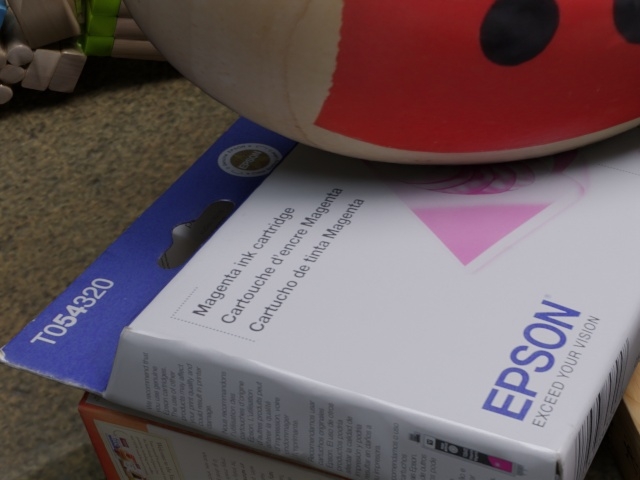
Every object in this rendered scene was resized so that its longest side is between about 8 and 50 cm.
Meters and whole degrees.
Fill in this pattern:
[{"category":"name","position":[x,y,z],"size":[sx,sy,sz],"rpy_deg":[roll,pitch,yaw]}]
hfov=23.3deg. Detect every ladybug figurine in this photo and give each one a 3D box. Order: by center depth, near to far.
[{"category":"ladybug figurine","position":[0.105,-0.199,0.875],"size":[0.449,0.162,0.305],"rpy_deg":[-10,91,-19]}]

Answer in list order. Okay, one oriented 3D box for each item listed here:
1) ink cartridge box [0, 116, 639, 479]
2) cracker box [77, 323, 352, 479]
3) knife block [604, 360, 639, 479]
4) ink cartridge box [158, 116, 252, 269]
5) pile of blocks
[{"category":"ink cartridge box","position":[0.033,0.003,0.906],"size":[0.330,0.071,0.324],"rpy_deg":[16,37,19]},{"category":"cracker box","position":[-0.011,0.142,0.906],"size":[0.232,0.155,0.067],"rpy_deg":[14,54,17]},{"category":"knife block","position":[0.229,0.053,0.985],"size":[0.276,0.088,0.242],"rpy_deg":[-15,52,-3]},{"category":"ink cartridge box","position":[0.000,0.000,1.065],"size":[0.191,0.082,0.139],"rpy_deg":[24,57,26]},{"category":"pile of blocks","position":[-0.245,-0.188,1.200],"size":[0.362,0.149,0.112],"rpy_deg":[-16,51,-1]}]
